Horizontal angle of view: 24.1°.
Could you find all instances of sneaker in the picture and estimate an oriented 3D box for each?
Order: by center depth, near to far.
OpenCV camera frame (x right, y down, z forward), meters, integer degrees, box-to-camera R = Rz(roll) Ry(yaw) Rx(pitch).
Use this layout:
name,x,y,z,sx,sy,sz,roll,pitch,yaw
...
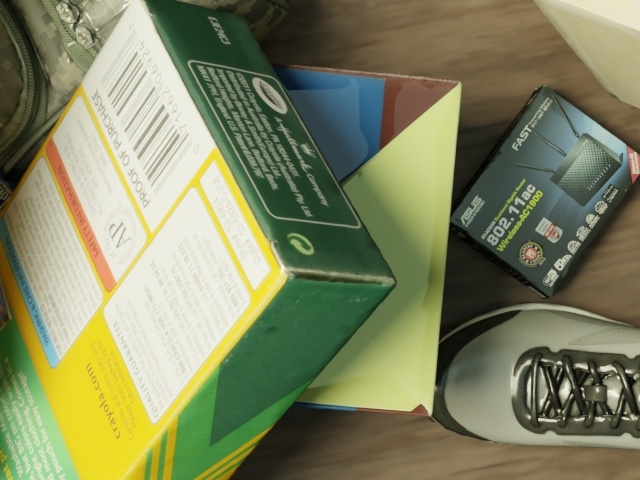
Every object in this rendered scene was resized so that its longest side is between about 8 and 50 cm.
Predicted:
name,x,y,z,sx,sy,sz,roll,pitch,yaw
sneaker,0.202,0.096,1.020,0.271,0.108,0.100,2,91,-2

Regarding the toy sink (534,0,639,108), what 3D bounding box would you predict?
name,x,y,z,sx,sy,sz,roll,pitch,yaw
toy sink,0.236,-0.180,0.948,0.131,0.234,0.153,30,86,37

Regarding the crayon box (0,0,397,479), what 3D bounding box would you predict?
name,x,y,z,sx,sy,sz,roll,pitch,yaw
crayon box,-0.114,0.050,0.848,0.323,0.083,0.203,-51,52,31

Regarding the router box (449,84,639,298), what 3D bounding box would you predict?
name,x,y,z,sx,sy,sz,roll,pitch,yaw
router box,0.156,-0.034,1.051,0.092,0.038,0.122,35,88,-2

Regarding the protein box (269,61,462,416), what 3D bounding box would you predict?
name,x,y,z,sx,sy,sz,roll,pitch,yaw
protein box,0.000,0.000,0.959,0.136,0.201,0.200,5,89,-4

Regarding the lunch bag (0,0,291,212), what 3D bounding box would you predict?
name,x,y,z,sx,sy,sz,roll,pitch,yaw
lunch bag,-0.202,-0.185,0.947,0.256,0.212,0.305,-36,86,14
